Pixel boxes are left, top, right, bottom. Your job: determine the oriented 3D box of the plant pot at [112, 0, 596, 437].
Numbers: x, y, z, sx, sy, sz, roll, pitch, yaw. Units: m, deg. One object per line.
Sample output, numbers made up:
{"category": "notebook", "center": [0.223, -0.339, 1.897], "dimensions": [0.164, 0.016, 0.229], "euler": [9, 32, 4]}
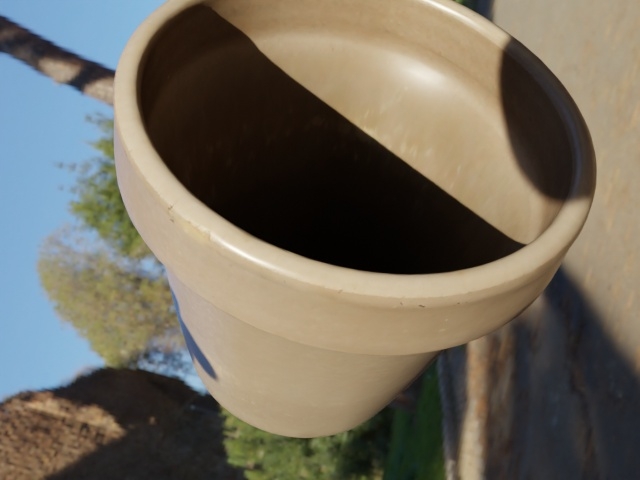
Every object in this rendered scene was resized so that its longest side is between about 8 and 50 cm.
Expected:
{"category": "plant pot", "center": [0.000, 0.000, 0.615], "dimensions": [0.229, 0.263, 0.263], "euler": [107, -179, -47]}
